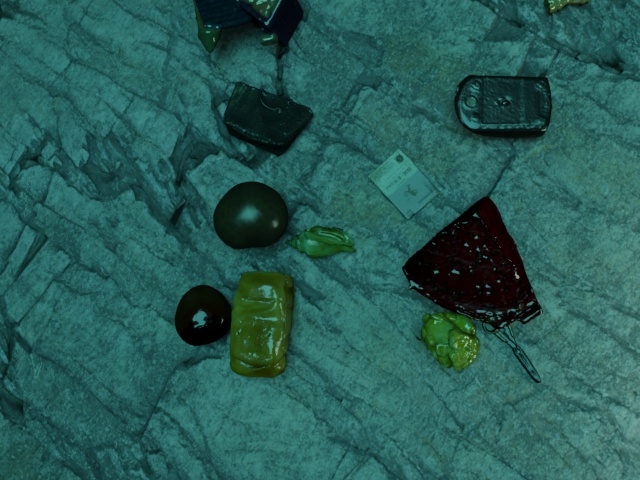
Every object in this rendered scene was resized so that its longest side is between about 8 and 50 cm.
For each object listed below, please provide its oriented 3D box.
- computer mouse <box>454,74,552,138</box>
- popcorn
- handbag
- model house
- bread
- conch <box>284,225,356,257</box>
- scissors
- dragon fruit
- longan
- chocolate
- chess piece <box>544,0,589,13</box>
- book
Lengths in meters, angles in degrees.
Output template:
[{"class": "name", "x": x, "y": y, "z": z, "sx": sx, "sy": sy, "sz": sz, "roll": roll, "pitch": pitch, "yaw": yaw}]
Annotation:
[{"class": "computer mouse", "x": 0.506, "y": -0.372, "z": 1.608, "sx": 0.269, "sy": 0.100, "sz": 0.170, "roll": 3, "pitch": 86, "yaw": 5}, {"class": "popcorn", "x": 0.339, "y": 0.262, "z": 1.527, "sx": 0.142, "sy": 0.173, "sz": 0.174, "roll": -44, "pitch": 77, "yaw": 36}, {"class": "handbag", "x": -0.171, "y": -0.371, "z": 1.730, "sx": 0.270, "sy": 0.089, "sz": 0.175, "roll": 25, "pitch": 79, "yaw": 11}, {"class": "model house", "x": -0.220, "y": -0.700, "z": 1.701, "sx": 0.312, "sy": 0.245, "sz": 0.280, "roll": -12, "pitch": 90, "yaw": 8}, {"class": "bread", "x": -0.162, "y": 0.234, "z": 1.626, "sx": 0.166, "sy": 0.132, "sz": 0.295, "roll": 4, "pitch": 85, "yaw": 16}, {"class": "conch", "x": -0.002, "y": 0.003, "z": 1.657, "sx": 0.200, "sy": 0.079, "sz": 0.095, "roll": -6, "pitch": 69, "yaw": -9}, {"class": "scissors", "x": 0.533, "y": 0.293, "z": 1.567, "sx": 0.088, "sy": 0.017, "sz": 0.220, "roll": -33, "pitch": 80, "yaw": 3}, {"class": "dragon fruit", "x": 0.428, "y": 0.088, "z": 1.563, "sx": 0.286, "sy": 0.228, "sz": 0.329, "roll": -41, "pitch": 92, "yaw": 24}, {"class": "longan", "x": -0.199, "y": -0.069, "z": 1.641, "sx": 0.212, "sy": 0.198, "sz": 0.198, "roll": -24, "pitch": 80, "yaw": 7}, {"class": "chocolate", "x": -0.338, "y": 0.211, "z": 1.652, "sx": 0.176, "sy": 0.177, "sz": 0.177, "roll": -1, "pitch": 83, "yaw": 9}, {"class": "chess piece", "x": 0.706, "y": -0.695, "z": 1.639, "sx": 0.122, "sy": 0.066, "sz": 0.066, "roll": -17, "pitch": 81, "yaw": 12}, {"class": "book", "x": 0.241, "y": -0.164, "z": 1.668, "sx": 0.127, "sy": 0.014, "sz": 0.182, "roll": -41, "pitch": 79, "yaw": 2}]
